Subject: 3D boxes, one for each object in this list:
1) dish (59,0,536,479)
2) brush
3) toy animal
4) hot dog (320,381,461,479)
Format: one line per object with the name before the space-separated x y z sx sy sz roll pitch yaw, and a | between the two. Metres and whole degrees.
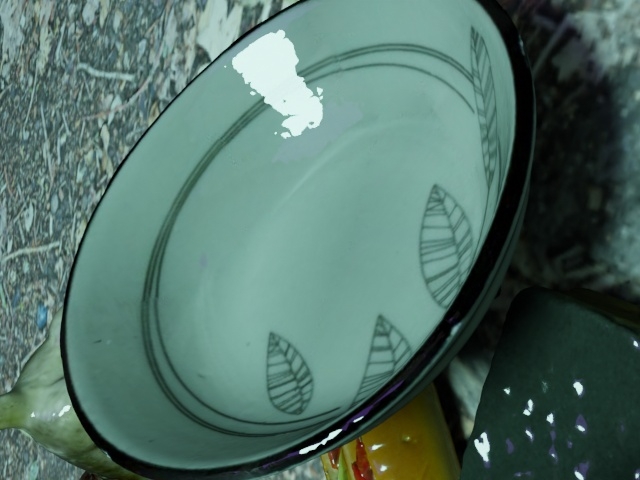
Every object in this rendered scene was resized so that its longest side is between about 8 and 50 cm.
dish | 0.000 0.000 0.556 0.316 0.106 0.317 -24 47 27
brush | 0.149 0.100 0.427 0.197 0.059 0.123 23 103 51
toy animal | -0.141 0.143 0.737 0.168 0.233 0.121 -45 50 -13
hot dog | 0.043 0.147 0.566 0.092 0.062 0.236 -42 55 39
